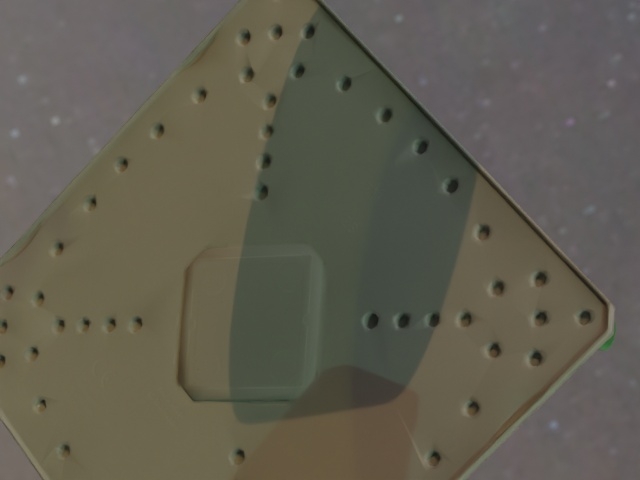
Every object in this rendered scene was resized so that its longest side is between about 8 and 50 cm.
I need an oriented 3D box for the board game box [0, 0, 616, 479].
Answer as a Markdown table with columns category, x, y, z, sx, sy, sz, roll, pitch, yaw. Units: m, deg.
| category | x | y | z | sx | sy | sz | roll | pitch | yaw |
| --- | --- | --- | --- | --- | --- | --- | --- | --- | --- |
| board game box | -0.041 | 0.063 | 1.364 | 0.390 | 0.390 | 0.050 | 49 | 10 | 29 |
